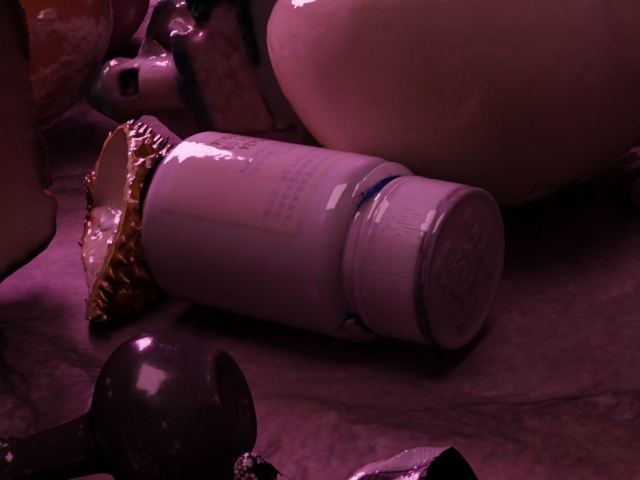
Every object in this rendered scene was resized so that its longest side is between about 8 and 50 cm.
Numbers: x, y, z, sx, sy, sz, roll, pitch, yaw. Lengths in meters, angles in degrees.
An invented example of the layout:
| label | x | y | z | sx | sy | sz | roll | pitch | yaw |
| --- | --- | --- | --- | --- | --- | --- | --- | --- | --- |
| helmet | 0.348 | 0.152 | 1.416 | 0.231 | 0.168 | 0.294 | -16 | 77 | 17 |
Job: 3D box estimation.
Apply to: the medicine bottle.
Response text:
| label | x | y | z | sx | sy | sz | roll | pitch | yaw |
| --- | --- | --- | --- | --- | --- | --- | --- | --- | --- |
| medicine bottle | 0.000 | 0.000 | 1.146 | 0.258 | 0.143 | 0.143 | 11 | 33 | 34 |

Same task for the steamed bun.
| label | x | y | z | sx | sy | sz | roll | pitch | yaw |
| --- | --- | --- | --- | --- | --- | --- | --- | --- | --- |
| steamed bun | 0.128 | -0.138 | 1.248 | 0.333 | 0.233 | 0.312 | -9 | 12 | 37 |

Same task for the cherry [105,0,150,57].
| label | x | y | z | sx | sy | sz | roll | pitch | yaw |
| --- | --- | --- | --- | --- | --- | --- | --- | --- | --- |
| cherry | -0.333 | -0.299 | 1.733 | 0.307 | 0.221 | 0.261 | -36 | 41 | -11 |

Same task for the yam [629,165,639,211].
| label | x | y | z | sx | sy | sz | roll | pitch | yaw |
| --- | --- | --- | --- | --- | --- | --- | --- | --- | --- |
| yam | 0.322 | -0.093 | 1.331 | 0.056 | 0.057 | 0.241 | 6 | 33 | 25 |

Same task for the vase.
| label | x | y | z | sx | sy | sz | roll | pitch | yaw |
| --- | --- | --- | --- | --- | --- | --- | --- | --- | --- |
| vase | -0.137 | 0.129 | 0.986 | 0.182 | 0.120 | 0.120 | -17 | 25 | 14 |

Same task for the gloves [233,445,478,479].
| label | x | y | z | sx | sy | sz | roll | pitch | yaw |
| --- | --- | --- | --- | --- | --- | --- | --- | --- | --- |
| gloves | -0.015 | 0.185 | 0.851 | 0.212 | 0.111 | 0.127 | -30 | 26 | 21 |

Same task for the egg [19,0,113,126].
| label | x | y | z | sx | sy | sz | roll | pitch | yaw |
| --- | --- | --- | --- | --- | --- | --- | --- | --- | --- |
| egg | -0.318 | -0.212 | 1.514 | 0.203 | 0.203 | 0.245 | 8 | 50 | 28 |

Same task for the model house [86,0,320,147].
| label | x | y | z | sx | sy | sz | roll | pitch | yaw |
| --- | --- | --- | --- | --- | --- | --- | --- | --- | --- |
| model house | -0.080 | -0.223 | 1.505 | 0.284 | 0.243 | 0.298 | -7 | 21 | 42 |

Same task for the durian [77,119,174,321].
| label | x | y | z | sx | sy | sz | roll | pitch | yaw |
| --- | --- | --- | --- | --- | --- | --- | --- | --- | --- |
| durian | -0.159 | -0.023 | 1.286 | 0.139 | 0.144 | 0.252 | -32 | 34 | 2 |

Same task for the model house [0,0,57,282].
| label | x | y | z | sx | sy | sz | roll | pitch | yaw |
| --- | --- | --- | --- | --- | --- | --- | --- | --- | --- |
| model house | -0.504 | -0.112 | 1.167 | 0.400 | 0.395 | 0.445 | 34 | 57 | 30 |
